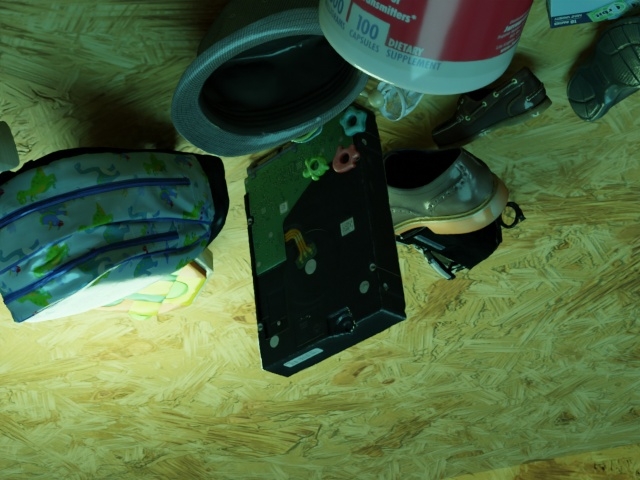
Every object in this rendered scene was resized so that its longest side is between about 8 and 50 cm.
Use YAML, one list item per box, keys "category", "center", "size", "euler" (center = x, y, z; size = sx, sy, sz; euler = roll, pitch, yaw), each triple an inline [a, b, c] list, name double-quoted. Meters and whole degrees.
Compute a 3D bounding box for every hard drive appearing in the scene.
- category: "hard drive"
  center: [0.000, 0.000, 2.107]
  size: [0.237, 0.339, 0.064]
  euler: [-30, 145, 34]

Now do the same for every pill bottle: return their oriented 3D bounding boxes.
- category: "pill bottle"
  center: [0.145, -0.375, 1.530]
  size: [0.229, 0.229, 0.408]
  euler: [2, 132, -15]

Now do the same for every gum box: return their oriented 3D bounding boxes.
- category: "gum box"
  center: [0.366, -0.349, 1.863]
  size: [0.157, 0.041, 0.184]
  euler: [-9, 150, 4]

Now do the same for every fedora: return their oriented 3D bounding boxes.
- category: "fedora"
  center: [-0.069, -0.237, 1.892]
  size: [0.275, 0.124, 0.243]
  euler: [-30, 146, 21]

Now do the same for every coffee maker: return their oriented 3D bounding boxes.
- category: "coffee maker"
  center: [0.196, -0.039, 2.325]
  size: [0.171, 0.120, 0.178]
  euler: [-46, 138, 17]

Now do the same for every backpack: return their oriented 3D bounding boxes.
- category: "backpack"
  center: [-0.325, -0.015, 2.031]
  size: [0.290, 0.273, 0.355]
  euler: [-20, 159, 24]

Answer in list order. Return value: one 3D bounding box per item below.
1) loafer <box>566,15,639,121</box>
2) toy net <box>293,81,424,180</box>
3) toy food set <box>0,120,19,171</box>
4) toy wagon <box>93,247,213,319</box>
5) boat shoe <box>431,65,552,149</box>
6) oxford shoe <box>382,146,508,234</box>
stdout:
- category: "loafer"
  center: [0.422, -0.245, 1.997]
  size: [0.084, 0.096, 0.267]
  euler: [-25, 172, -21]
- category: "toy net"
  center: [0.051, -0.171, 2.034]
  size: [0.232, 0.122, 0.045]
  euler: [-22, 162, 30]
- category: "toy food set"
  center: [-0.529, -0.087, 1.908]
  size: [0.219, 0.092, 0.306]
  euler: [-13, -175, -23]
- category: "toy wagon"
  center: [-0.355, 0.044, 2.388]
  size: [0.344, 0.068, 0.267]
  euler: [6, 148, -21]
- category: "boat shoe"
  center: [0.234, -0.190, 2.096]
  size: [0.207, 0.073, 0.073]
  euler: [-23, 111, 42]
- category: "oxford shoe"
  center: [0.097, -0.080, 2.193]
  size: [0.363, 0.130, 0.133]
  euler: [-10, 136, 35]
